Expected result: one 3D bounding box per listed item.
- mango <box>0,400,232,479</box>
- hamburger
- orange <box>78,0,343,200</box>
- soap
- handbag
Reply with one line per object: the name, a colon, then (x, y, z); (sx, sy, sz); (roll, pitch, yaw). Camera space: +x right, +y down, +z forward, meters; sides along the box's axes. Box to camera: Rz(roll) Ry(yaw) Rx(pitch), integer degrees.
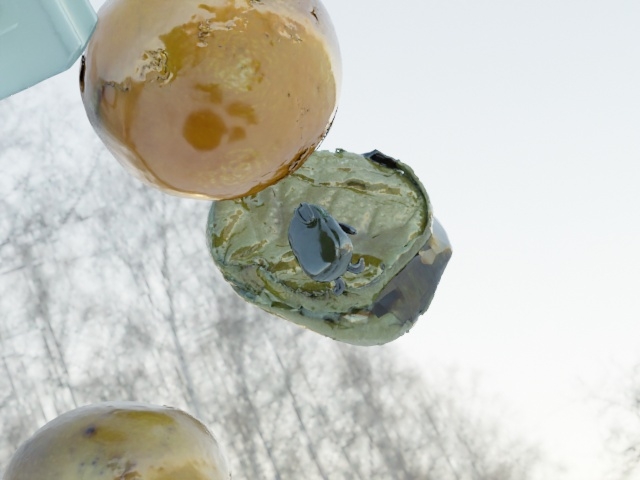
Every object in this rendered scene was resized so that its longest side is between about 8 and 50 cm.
mango: (-0.145, 0.184, 0.783); (0.166, 0.136, 0.236); (12, -12, -2)
hamburger: (0.012, 0.004, 1.320); (0.265, 0.284, 0.134); (-58, -20, -32)
orange: (-0.102, -0.158, 1.016); (0.246, 0.246, 0.246); (-22, -25, -11)
soap: (-0.242, -0.192, 0.716); (0.119, 0.198, 0.066); (-19, 22, 18)
handbag: (0.000, 0.000, 1.157); (0.072, 0.111, 0.047); (-45, -40, 14)
